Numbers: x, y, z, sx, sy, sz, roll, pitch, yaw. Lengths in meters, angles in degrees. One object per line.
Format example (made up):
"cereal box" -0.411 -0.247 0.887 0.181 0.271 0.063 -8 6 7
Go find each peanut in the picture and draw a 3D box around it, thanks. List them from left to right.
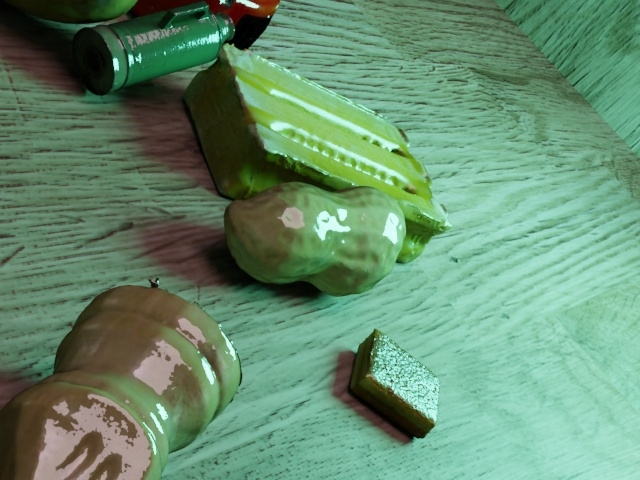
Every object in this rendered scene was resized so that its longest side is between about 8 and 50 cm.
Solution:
"peanut" 0.000 0.000 1.366 0.256 0.123 0.123 -2 50 -53

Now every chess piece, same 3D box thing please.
"chess piece" -0.171 0.157 0.893 0.137 0.137 0.301 41 36 -6

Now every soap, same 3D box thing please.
"soap" -0.002 -0.098 1.542 0.315 0.091 0.199 19 34 -40

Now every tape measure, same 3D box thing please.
"tape measure" -0.172 -0.347 1.647 0.253 0.114 0.260 50 26 12

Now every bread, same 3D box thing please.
"bread" 0.077 0.147 1.339 0.094 0.035 0.090 37 26 -13

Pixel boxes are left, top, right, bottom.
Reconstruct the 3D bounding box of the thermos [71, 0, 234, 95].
"thermos" -0.173 -0.219 1.414 0.073 0.083 0.187 24 34 37

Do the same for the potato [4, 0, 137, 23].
"potato" -0.285 -0.338 1.367 0.285 0.242 0.242 40 19 -51
